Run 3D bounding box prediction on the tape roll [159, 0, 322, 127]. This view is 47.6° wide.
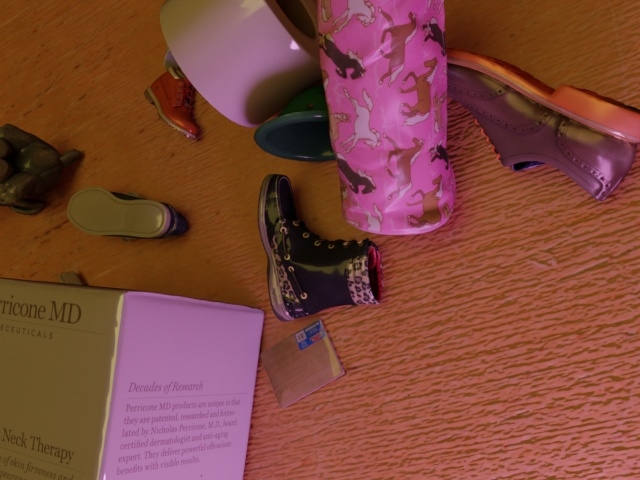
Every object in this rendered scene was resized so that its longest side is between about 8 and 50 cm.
[{"bbox_3d":[-0.107,-0.324,1.140,0.169,0.246,0.246,-31,68,23],"label":"tape roll"}]

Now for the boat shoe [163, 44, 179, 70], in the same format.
[{"bbox_3d":[-0.275,-0.369,1.375,0.035,0.035,0.100,27,101,58],"label":"boat shoe"}]

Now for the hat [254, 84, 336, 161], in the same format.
[{"bbox_3d":[-0.003,-0.236,1.128,0.173,0.208,0.184,-21,66,50],"label":"hat"}]

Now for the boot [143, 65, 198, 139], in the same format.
[{"bbox_3d":[-0.260,-0.254,1.333,0.084,0.059,0.158,-44,63,12],"label":"boot"}]

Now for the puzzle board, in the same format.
[{"bbox_3d":[-0.030,0.196,1.156,0.128,0.011,0.096,-33,66,21],"label":"puzzle board"}]

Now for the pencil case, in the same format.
[{"bbox_3d":[0.094,-0.195,0.960,0.167,0.160,0.386,12,124,29],"label":"pencil case"}]

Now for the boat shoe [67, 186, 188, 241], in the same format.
[{"bbox_3d":[-0.360,-0.047,1.346,0.254,0.079,0.095,3,82,28],"label":"boat shoe"}]

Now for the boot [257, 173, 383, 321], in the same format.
[{"bbox_3d":[0.001,0.001,1.126,0.178,0.085,0.236,-9,84,27],"label":"boot"}]

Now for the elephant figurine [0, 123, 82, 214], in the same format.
[{"bbox_3d":[-0.642,-0.126,1.488,0.239,0.186,0.169,-32,29,49],"label":"elephant figurine"}]

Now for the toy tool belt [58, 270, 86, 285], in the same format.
[{"bbox_3d":[-0.482,0.103,1.417,0.083,0.052,0.051,53,140,29],"label":"toy tool belt"}]

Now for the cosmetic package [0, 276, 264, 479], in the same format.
[{"bbox_3d":[-0.329,0.273,1.134,0.329,0.327,0.394,3,83,31],"label":"cosmetic package"}]

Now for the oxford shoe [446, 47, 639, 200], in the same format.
[{"bbox_3d":[0.249,-0.171,0.986,0.363,0.130,0.133,33,114,36],"label":"oxford shoe"}]
